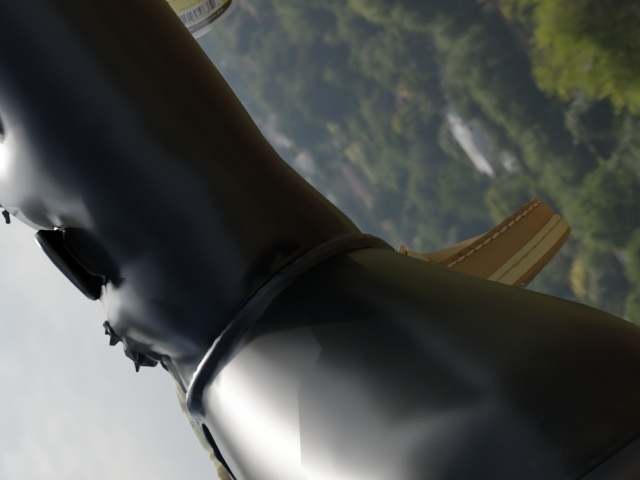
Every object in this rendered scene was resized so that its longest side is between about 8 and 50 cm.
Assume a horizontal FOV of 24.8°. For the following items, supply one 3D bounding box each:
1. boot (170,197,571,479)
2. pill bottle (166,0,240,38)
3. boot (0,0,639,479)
[{"bbox_3d":[0.000,0.000,0.894,0.203,0.262,0.095,55,176,12],"label":"boot"},{"bbox_3d":[-0.154,-0.285,1.114,0.188,0.188,0.334,55,175,12],"label":"pill bottle"},{"bbox_3d":[-0.068,-0.058,0.579,0.445,0.146,0.367,56,161,1],"label":"boot"}]
